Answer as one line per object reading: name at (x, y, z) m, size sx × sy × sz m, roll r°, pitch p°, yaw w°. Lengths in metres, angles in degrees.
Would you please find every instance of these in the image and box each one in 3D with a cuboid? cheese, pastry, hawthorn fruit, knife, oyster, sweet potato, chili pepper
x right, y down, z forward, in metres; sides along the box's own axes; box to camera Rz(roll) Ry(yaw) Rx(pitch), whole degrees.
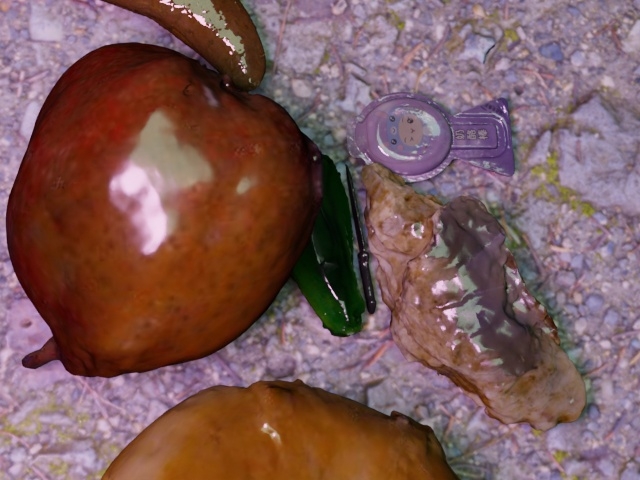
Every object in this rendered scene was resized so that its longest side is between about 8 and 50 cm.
cheese at (0.122, -0.116, 1.559) m, size 0.190 × 0.042 × 0.105 m, roll -2°, pitch 77°, yaw -12°
pastry at (-0.029, 0.319, 1.294) m, size 0.409 × 0.245 × 0.410 m, roll 12°, pitch 60°, yaw -21°
hawthorn fruit at (-0.160, -0.030, 1.363) m, size 0.308 × 0.308 × 0.325 m, roll 25°, pitch 64°, yaw -2°
knife at (0.042, -0.003, 1.526) m, size 0.010 × 0.023 × 0.170 m, roll -5°, pitch 74°, yaw -18°
oyster at (0.152, 0.056, 1.481) m, size 0.166 × 0.110 × 0.341 m, roll -23°, pitch 84°, yaw -13°
sweet potato at (-0.196, -0.287, 1.529) m, size 0.341 × 0.092 × 0.114 m, roll 29°, pitch 89°, yaw 0°
chili pepper at (-0.001, 0.000, 1.499) m, size 0.108 × 0.062 × 0.216 m, roll -19°, pitch 81°, yaw -14°
